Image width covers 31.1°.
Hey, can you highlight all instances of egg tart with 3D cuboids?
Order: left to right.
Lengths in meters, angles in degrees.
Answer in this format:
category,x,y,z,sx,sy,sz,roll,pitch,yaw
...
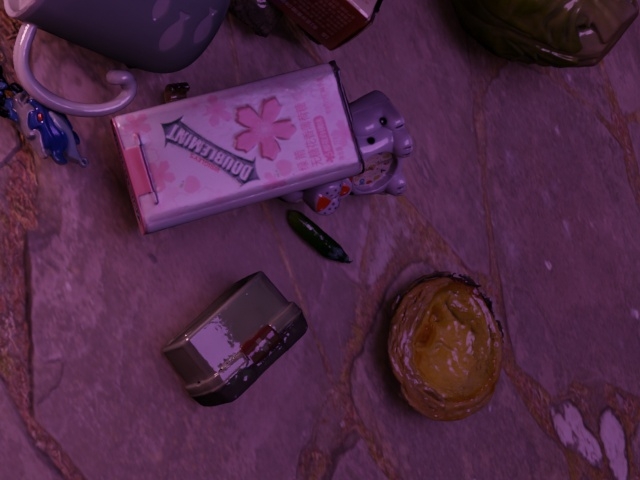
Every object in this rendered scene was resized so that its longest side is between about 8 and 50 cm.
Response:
category,x,y,z,sx,sy,sz,roll,pitch,yaw
egg tart,0.220,0.195,2.109,0.279,0.095,0.279,8,77,-34

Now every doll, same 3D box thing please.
category,x,y,z,sx,sy,sz,roll,pitch,yaw
doll,-0.422,-0.176,1.713,0.195,0.070,0.096,44,34,-20
doll,-0.049,-0.461,1.982,0.202,0.091,0.286,44,62,-36

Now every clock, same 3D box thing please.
category,x,y,z,sx,sy,sz,roll,pitch,yaw
clock,0.012,-0.135,1.954,0.254,0.189,0.189,-22,99,-27

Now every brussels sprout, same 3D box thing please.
category,x,y,z,sx,sy,sz,roll,pitch,yaw
brussels sprout,0.421,-0.469,2.166,0.354,0.289,0.281,31,67,0

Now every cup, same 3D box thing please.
category,x,y,z,sx,sy,sz,roll,pitch,yaw
cup,-0.304,-0.349,1.703,0.274,0.259,0.357,20,91,-32

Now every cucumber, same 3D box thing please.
category,x,y,z,sx,sy,sz,roll,pitch,yaw
cucumber,0.000,0.000,2.003,0.155,0.037,0.037,40,66,-25

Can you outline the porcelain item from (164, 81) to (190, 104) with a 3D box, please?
category,x,y,z,sx,sy,sz,roll,pitch,yaw
porcelain item,-0.221,-0.146,1.852,0.084,0.054,0.213,-12,94,-36

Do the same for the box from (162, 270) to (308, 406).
category,x,y,z,sx,sy,sz,roll,pitch,yaw
box,-0.137,0.158,1.836,0.210,0.148,0.129,-43,98,-29

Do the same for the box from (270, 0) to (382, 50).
category,x,y,z,sx,sy,sz,roll,pitch,yaw
box,-0.035,-0.569,1.909,0.385,0.122,0.345,37,54,-20

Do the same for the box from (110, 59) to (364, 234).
category,x,y,z,sx,sy,sz,roll,pitch,yaw
box,-0.124,-0.146,1.790,0.369,0.112,0.190,-15,92,-14
